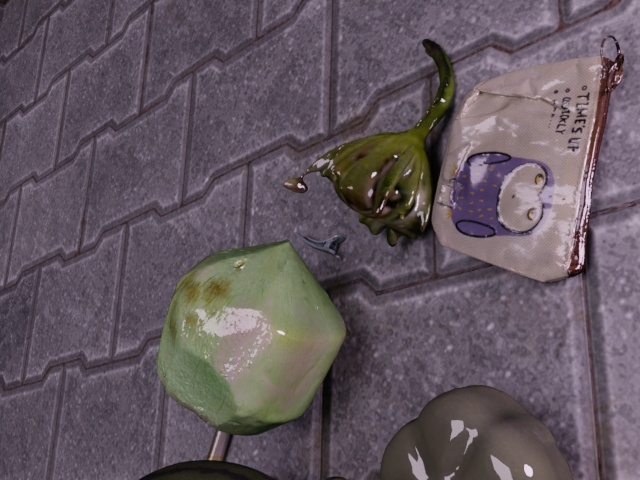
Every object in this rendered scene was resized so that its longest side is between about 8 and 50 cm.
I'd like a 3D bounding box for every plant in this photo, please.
[{"bbox_3d":[0.126,-0.166,1.301,0.251,0.180,0.333,37,101,38],"label":"plant"}]

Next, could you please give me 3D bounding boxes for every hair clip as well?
[{"bbox_3d":[0.001,0.001,1.482,0.115,0.030,0.039,18,71,49],"label":"hair clip"}]

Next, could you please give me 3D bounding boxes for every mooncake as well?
[{"bbox_3d":[0.187,0.321,1.020,0.275,0.135,0.275,-6,82,49],"label":"mooncake"}]

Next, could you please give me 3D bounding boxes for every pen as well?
[{"bbox_3d":[-0.184,0.358,1.552,0.040,0.032,0.233,-179,107,-74],"label":"pen"}]

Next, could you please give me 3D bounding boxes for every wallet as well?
[{"bbox_3d":[0.285,-0.113,1.165,0.275,0.068,0.335,5,81,48],"label":"wallet"}]

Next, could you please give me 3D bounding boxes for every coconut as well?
[{"bbox_3d":[-0.114,0.145,1.359,0.328,0.281,0.328,-21,62,46],"label":"coconut"}]

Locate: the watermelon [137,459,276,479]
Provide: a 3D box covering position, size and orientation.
[{"bbox_3d":[-0.170,0.485,1.280,0.359,0.279,0.279,0,72,13],"label":"watermelon"}]

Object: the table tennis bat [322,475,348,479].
[{"bbox_3d":[-0.008,0.515,1.170,0.054,0.224,0.369,12,104,33],"label":"table tennis bat"}]
